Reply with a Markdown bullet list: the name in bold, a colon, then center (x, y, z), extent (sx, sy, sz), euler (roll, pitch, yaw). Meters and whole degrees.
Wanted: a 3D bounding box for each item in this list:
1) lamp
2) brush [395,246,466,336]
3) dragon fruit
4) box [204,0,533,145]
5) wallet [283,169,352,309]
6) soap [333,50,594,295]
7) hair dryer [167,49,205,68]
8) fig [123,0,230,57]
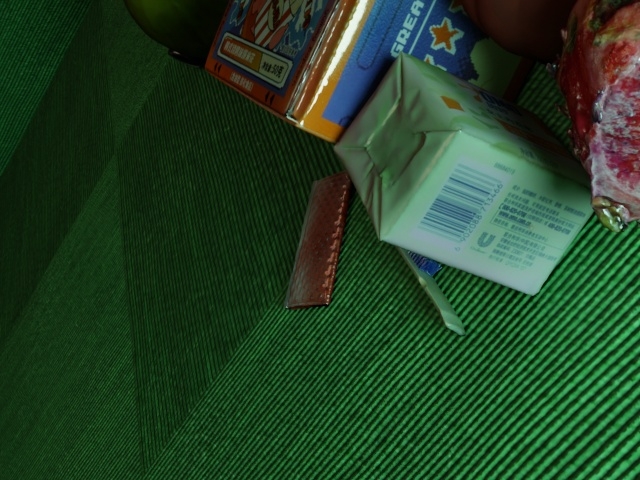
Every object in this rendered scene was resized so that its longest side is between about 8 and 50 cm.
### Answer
- **lamp**: center (0.241, -0.275, 0.917), extent (0.227, 0.227, 0.227), euler (-38, 41, 43)
- **brush**: center (0.127, 0.043, 1.086), extent (0.030, 0.033, 0.178), euler (-44, 35, 12)
- **dragon fruit**: center (0.294, -0.106, 0.748), extent (0.147, 0.211, 0.282), euler (-95, 11, -49)
- **box**: center (0.066, -0.274, 1.170), extent (0.318, 0.257, 0.349), euler (-62, 29, 9)
- **wallet**: center (0.000, 0.000, 1.342), extent (0.103, 0.020, 0.196), euler (-15, 58, 57)
- **soap**: center (0.144, -0.069, 0.960), extent (0.138, 0.199, 0.182), euler (-58, 29, 23)
- **hair dryer**: center (-0.202, -0.451, 1.954), extent (0.248, 0.078, 0.195), euler (19, 87, 52)
- **fig**: center (-0.224, -0.513, 1.734), extent (0.343, 0.343, 0.343), euler (-38, 41, 43)
